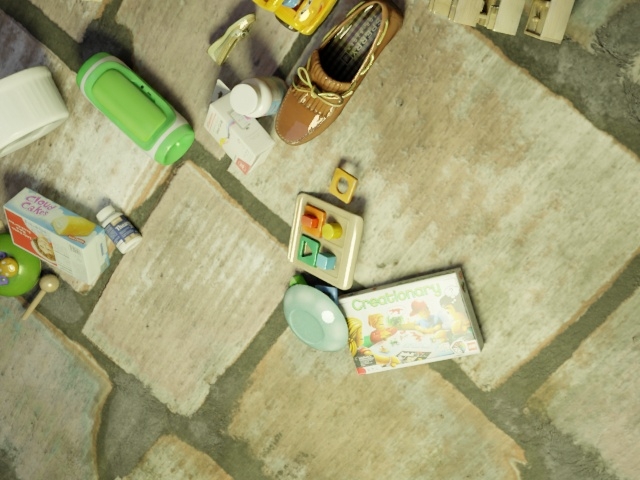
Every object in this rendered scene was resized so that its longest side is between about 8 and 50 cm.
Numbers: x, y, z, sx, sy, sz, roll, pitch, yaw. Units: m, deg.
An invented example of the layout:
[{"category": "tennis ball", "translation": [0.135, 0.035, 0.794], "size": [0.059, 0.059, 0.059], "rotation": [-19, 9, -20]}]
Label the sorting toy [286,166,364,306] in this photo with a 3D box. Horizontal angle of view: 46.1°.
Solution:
[{"category": "sorting toy", "translation": [0.000, 0.000, 1.734], "size": [0.196, 0.047, 0.347], "rotation": [23, 112, 37]}]

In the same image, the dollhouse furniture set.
[{"category": "dollhouse furniture set", "translation": [0.349, -0.482, 1.416], "size": [0.242, 0.212, 0.161], "rotation": [9, 111, -9]}]

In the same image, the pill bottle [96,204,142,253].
[{"category": "pill bottle", "translation": [-0.524, -0.031, 1.952], "size": [0.067, 0.067, 0.120], "rotation": [-41, 87, 25]}]

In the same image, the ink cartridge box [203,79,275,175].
[{"category": "ink cartridge box", "translation": [-0.202, -0.260, 1.734], "size": [0.198, 0.067, 0.115], "rotation": [50, 155, 3]}]

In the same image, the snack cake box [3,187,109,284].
[{"category": "snack cake box", "translation": [-0.693, -0.010, 1.981], "size": [0.264, 0.089, 0.152], "rotation": [26, 141, 13]}]

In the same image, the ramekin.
[{"category": "ramekin", "translation": [-0.765, -0.308, 1.865], "size": [0.277, 0.277, 0.135], "rotation": [-25, 101, 25]}]

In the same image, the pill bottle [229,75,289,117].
[{"category": "pill bottle", "translation": [-0.136, -0.319, 1.670], "size": [0.087, 0.160, 0.087], "rotation": [6, 106, 21]}]

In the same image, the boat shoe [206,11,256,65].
[{"category": "boat shoe", "translation": [-0.196, -0.461, 1.717], "size": [0.153, 0.056, 0.048], "rotation": [-35, 99, 27]}]

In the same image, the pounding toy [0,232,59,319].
[{"category": "pounding toy", "translation": [-0.860, 0.095, 2.066], "size": [0.183, 0.110, 0.237], "rotation": [-43, 93, 10]}]

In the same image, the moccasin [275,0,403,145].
[{"category": "moccasin", "translation": [0.028, -0.354, 1.604], "size": [0.380, 0.147, 0.139], "rotation": [-43, 86, 25]}]

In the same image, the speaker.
[{"category": "speaker", "translation": [-0.446, -0.318, 1.813], "size": [0.296, 0.131, 0.131], "rotation": [43, 115, 6]}]

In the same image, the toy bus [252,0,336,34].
[{"category": "toy bus", "translation": [-0.094, -0.542, 1.568], "size": [0.220, 0.211, 0.149], "rotation": [42, 113, 5]}]

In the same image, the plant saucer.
[{"category": "plant saucer", "translation": [-0.023, 0.196, 1.791], "size": [0.195, 0.037, 0.195], "rotation": [24, 134, 27]}]

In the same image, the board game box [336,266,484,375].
[{"category": "board game box", "translation": [0.201, 0.190, 1.734], "size": [0.305, 0.053, 0.192], "rotation": [-16, 97, 24]}]

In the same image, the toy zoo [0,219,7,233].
[{"category": "toy zoo", "translation": [-1.003, 0.072, 2.187], "size": [0.293, 0.030, 0.192], "rotation": [-16, 98, 24]}]
